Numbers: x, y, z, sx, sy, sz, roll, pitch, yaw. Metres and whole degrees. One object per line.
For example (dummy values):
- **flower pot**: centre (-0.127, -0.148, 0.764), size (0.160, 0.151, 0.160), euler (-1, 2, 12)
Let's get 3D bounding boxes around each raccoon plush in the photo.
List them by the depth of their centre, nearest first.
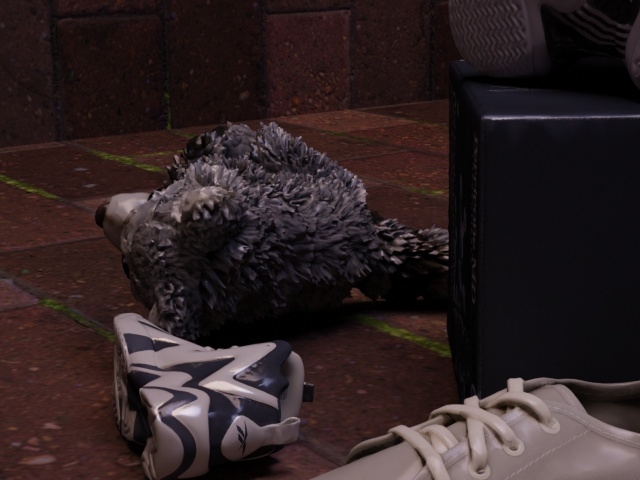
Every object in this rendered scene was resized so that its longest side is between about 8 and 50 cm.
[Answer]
- **raccoon plush**: centre (0.000, 0.000, 1.282), size (0.446, 0.216, 0.299), euler (-2, 14, -6)

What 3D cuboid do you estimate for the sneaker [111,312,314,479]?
- **sneaker**: centre (-0.089, 0.122, 1.060), size (0.153, 0.094, 0.235), euler (-2, 11, -19)

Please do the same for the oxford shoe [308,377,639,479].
- **oxford shoe**: centre (0.100, 0.161, 0.828), size (0.449, 0.130, 0.169), euler (-6, 17, -17)

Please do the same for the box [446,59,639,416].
- **box**: centre (0.225, 0.005, 1.104), size (0.211, 0.294, 0.395), euler (0, 13, 2)

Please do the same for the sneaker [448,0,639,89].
- **sneaker**: centre (0.289, -0.193, 0.998), size (0.210, 0.137, 0.365), euler (-13, 15, -33)
